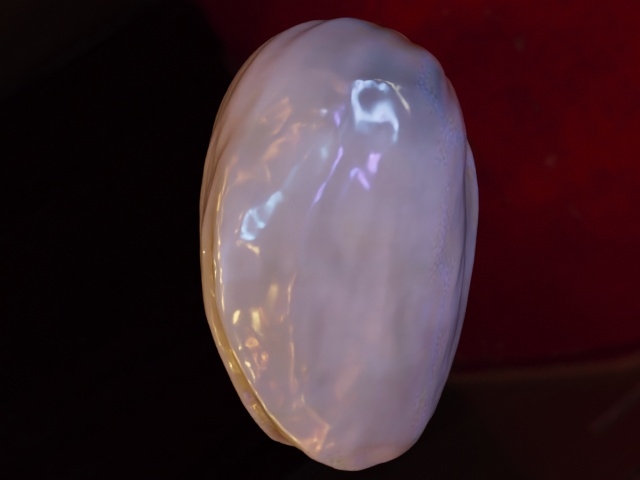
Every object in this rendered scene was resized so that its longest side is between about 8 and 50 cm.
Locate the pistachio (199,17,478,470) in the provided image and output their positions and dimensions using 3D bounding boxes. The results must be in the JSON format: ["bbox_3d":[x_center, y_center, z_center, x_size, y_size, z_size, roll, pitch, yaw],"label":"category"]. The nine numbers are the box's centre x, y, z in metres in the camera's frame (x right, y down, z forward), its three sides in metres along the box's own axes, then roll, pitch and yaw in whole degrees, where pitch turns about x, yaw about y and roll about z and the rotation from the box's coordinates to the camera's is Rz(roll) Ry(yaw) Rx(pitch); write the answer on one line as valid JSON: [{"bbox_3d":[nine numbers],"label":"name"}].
[{"bbox_3d":[0.000,0.000,0.803,0.117,0.145,0.200,26,115,46],"label":"pistachio"}]
